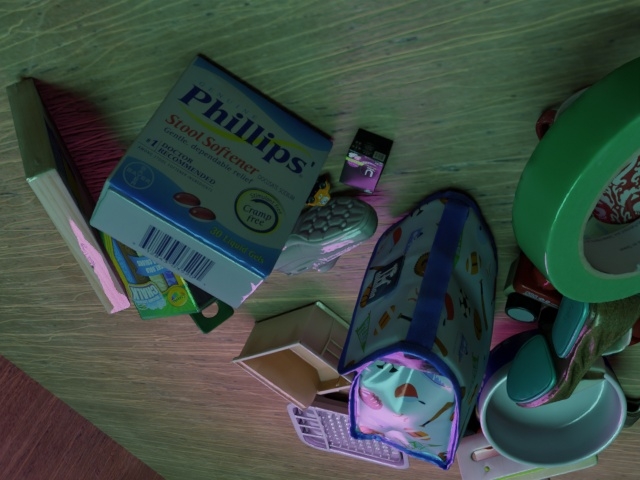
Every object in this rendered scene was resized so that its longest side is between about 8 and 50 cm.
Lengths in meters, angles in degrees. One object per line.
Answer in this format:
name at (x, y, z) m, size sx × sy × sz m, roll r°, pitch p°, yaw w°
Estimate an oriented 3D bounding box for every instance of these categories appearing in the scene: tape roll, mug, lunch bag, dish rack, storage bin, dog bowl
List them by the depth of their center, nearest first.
tape roll at (0.387, -0.067, 0.838) m, size 0.321 × 0.077 × 0.321 m, roll -15°, pitch 134°, yaw -15°
mug at (0.380, -0.119, 0.941) m, size 0.113 × 0.150 × 0.169 m, roll -32°, pitch 131°, yaw 6°
lunch bag at (0.174, 0.148, 1.196) m, size 0.239 × 0.327 × 0.385 m, roll 13°, pitch 145°, yaw 12°
dog bowl at (0.434, 0.301, 1.344) m, size 0.265 × 0.104 × 0.264 m, roll 2°, pitch 118°, yaw 4°
storage bin at (-0.018, 0.285, 1.660) m, size 0.260 × 0.123 × 0.262 m, roll 41°, pitch 141°, yaw -22°
dish rack at (0.087, 0.520, 1.954) m, size 0.333 × 0.072 × 0.285 m, roll 9°, pitch 142°, yaw 19°

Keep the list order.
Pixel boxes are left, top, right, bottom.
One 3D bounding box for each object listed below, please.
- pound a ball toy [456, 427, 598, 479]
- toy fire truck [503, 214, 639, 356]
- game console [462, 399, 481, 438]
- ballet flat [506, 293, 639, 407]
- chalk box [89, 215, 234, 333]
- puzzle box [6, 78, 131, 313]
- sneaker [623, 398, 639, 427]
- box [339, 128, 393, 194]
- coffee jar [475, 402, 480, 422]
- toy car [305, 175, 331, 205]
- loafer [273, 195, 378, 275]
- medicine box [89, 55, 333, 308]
pound a ball toy at (0.455, 0.480, 1.600) m, size 0.319 × 0.135 × 0.208 m, roll -26°, pitch 143°, yaw 27°
toy fire truck at (0.435, 0.049, 1.093) m, size 0.217 × 0.158 × 0.246 m, roll 24°, pitch 155°, yaw 0°
game console at (0.356, 0.470, 1.760) m, size 0.213 × 0.044 × 0.361 m, roll 31°, pitch 143°, yaw -10°
ballet flat at (0.398, 0.167, 1.084) m, size 0.124 × 0.116 × 0.342 m, roll 4°, pitch 140°, yaw -5°
chalk box at (-0.262, 0.035, 1.337) m, size 0.179 × 0.180 × 0.289 m, roll -11°, pitch 107°, yaw 40°
puzzle box at (-0.481, -0.075, 1.359) m, size 0.052 × 0.272 × 0.409 m, roll -21°, pitch 141°, yaw -10°
sneaker at (0.566, 0.318, 1.436) m, size 0.188 × 0.066 × 0.071 m, roll 20°, pitch 128°, yaw -3°
box at (0.072, -0.125, 1.127) m, size 0.062 × 0.052 × 0.083 m, roll 23°, pitch 146°, yaw 3°
coffee jar at (0.381, 0.328, 1.511) m, size 0.079 × 0.096 × 0.184 m, roll 14°, pitch 145°, yaw 17°
toy car at (-0.016, -0.085, 1.258) m, size 0.040 × 0.060 × 0.122 m, roll 35°, pitch 171°, yaw -25°
loafer at (0.000, 0.000, 1.295) m, size 0.111 × 0.112 × 0.319 m, roll 37°, pitch 151°, yaw -27°
medicine box at (-0.163, -0.091, 1.100) m, size 0.263 × 0.289 × 0.149 m, roll 31°, pitch 147°, yaw -11°
